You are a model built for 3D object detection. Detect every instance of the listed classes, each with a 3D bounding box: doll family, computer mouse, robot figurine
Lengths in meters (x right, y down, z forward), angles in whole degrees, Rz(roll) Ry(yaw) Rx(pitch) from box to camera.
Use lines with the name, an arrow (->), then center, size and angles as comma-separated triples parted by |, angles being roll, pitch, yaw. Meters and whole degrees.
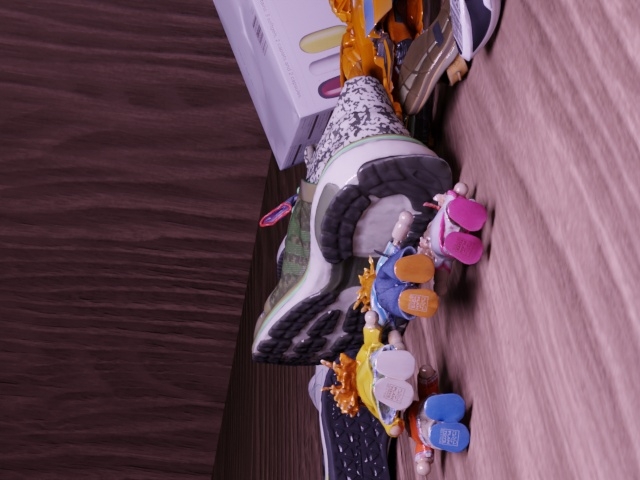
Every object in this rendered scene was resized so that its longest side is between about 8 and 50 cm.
doll family -> 0.066, 0.071, 1.352 | 0.163, 0.118, 0.263 | 144, 133, -81
computer mouse -> 0.136, -0.254, 1.365 | 0.106, 0.042, 0.193 | -104, 5, -60
robot figurine -> 0.066, -0.187, 1.696 | 0.211, 0.085, 0.291 | 109, 159, -62

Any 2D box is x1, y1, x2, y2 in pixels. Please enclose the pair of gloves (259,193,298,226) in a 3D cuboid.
pair of gloves -> 0.002, -0.074, 2.022 | 0.198, 0.023, 0.159 | -34, 2, 15

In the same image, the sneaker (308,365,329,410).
sneaker -> 0.018, 0.166, 1.977 | 0.061, 0.053, 0.152 | -108, 19, -54

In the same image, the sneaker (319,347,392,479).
sneaker -> 0.032, 0.228, 1.607 | 0.097, 0.084, 0.235 | 108, 168, -61

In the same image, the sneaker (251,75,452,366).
sneaker -> 0.023, -0.012, 1.616 | 0.410, 0.158, 0.182 | 117, 150, -48

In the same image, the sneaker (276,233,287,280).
sneaker -> 0.000, 0.000, 1.988 | 0.330, 0.122, 0.146 | 112, 162, -63

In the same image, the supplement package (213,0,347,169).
supplement package -> -0.021, -0.259, 1.957 | 0.204, 0.145, 0.262 | 119, 130, -72

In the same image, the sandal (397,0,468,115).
sandal -> 0.127, -0.187, 1.493 | 0.072, 0.049, 0.180 | -97, 30, -45
